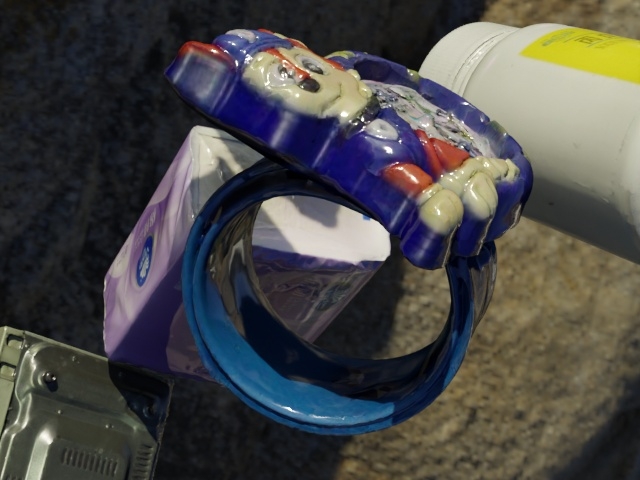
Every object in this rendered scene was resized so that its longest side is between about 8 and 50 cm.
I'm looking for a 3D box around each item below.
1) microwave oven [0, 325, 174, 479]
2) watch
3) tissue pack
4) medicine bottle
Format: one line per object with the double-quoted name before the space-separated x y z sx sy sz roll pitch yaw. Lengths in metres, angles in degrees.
"microwave oven" -0.356 0.312 1.585 0.286 0.218 0.354 23 69 -31
"watch" 0.009 0.002 0.722 0.171 0.196 0.200 -28 147 -61
"tissue pack" -0.097 0.036 1.495 0.242 0.338 0.160 10 55 -22
"medicine bottle" 0.183 -0.075 0.894 0.143 0.258 0.143 -10 110 -29
